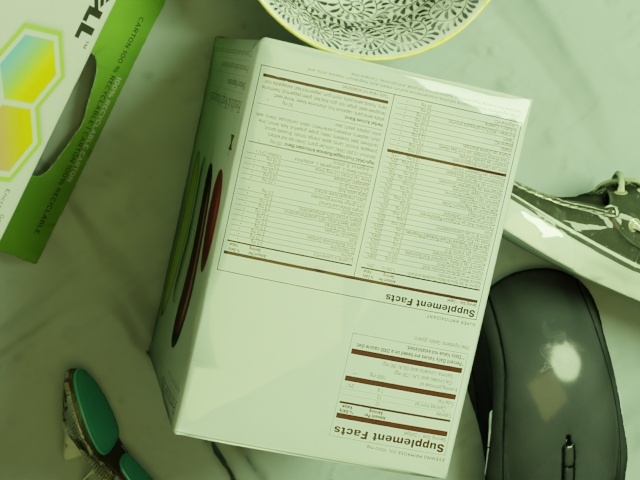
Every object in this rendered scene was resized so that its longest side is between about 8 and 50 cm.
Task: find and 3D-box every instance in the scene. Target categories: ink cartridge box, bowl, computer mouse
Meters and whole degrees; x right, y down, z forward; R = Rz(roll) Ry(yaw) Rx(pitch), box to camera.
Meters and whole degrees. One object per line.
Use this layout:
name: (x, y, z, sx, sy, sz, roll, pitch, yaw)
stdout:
ink cartridge box: (-0.164, -0.078, 0.767, 0.255, 0.097, 0.189, 23, 94, -57)
bowl: (0.023, -0.191, 0.869, 0.170, 0.080, 0.170, -2, 99, -12)
computer mouse: (0.187, 0.148, 0.960, 0.184, 0.060, 0.262, -2, 99, -10)

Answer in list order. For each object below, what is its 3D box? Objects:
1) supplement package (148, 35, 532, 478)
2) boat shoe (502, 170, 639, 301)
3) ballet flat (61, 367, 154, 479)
supplement package: (0.000, 0.000, 0.833, 0.149, 0.194, 0.203, 11, 95, -12)
boat shoe: (0.187, -0.005, 0.935, 0.219, 0.078, 0.070, 22, 94, -21)
ballet flat: (-0.135, 0.133, 0.908, 0.041, 0.041, 0.114, -31, 101, -5)
